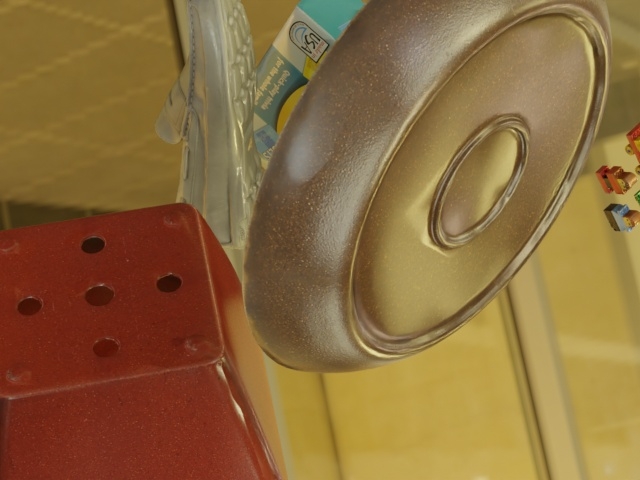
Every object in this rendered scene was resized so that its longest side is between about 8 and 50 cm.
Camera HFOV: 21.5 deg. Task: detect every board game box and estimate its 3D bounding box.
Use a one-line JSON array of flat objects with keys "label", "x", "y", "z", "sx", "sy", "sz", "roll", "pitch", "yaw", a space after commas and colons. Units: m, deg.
[{"label": "board game box", "x": 0.068, "y": -0.105, "z": 1.932, "sx": 0.079, "sy": 0.336, "sz": 0.254, "roll": -47, "pitch": 177, "yaw": -37}]

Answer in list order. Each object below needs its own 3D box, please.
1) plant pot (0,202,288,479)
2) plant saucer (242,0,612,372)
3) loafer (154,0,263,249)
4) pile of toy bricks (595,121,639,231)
[{"label": "plant pot", "x": -0.169, "y": 0.121, "z": 1.415, "sx": 0.267, "sy": 0.267, "sz": 0.236, "roll": -9, "pitch": 137, "yaw": -6}, {"label": "plant saucer", "x": 0.079, "y": -0.043, "z": 0.990, "sx": 0.310, "sy": 0.050, "sz": 0.310, "roll": -36, "pitch": 145, "yaw": -30}, {"label": "loafer", "x": -0.127, "y": -0.133, "z": 1.824, "sx": 0.111, "sy": 0.319, "sz": 0.112, "roll": 4, "pitch": -151, "yaw": 10}, {"label": "pile of toy bricks", "x": 0.428, "y": -0.032, "z": 2.021, "sx": 0.118, "sy": 0.212, "sz": 0.105, "roll": -41, "pitch": -156, "yaw": -25}]
